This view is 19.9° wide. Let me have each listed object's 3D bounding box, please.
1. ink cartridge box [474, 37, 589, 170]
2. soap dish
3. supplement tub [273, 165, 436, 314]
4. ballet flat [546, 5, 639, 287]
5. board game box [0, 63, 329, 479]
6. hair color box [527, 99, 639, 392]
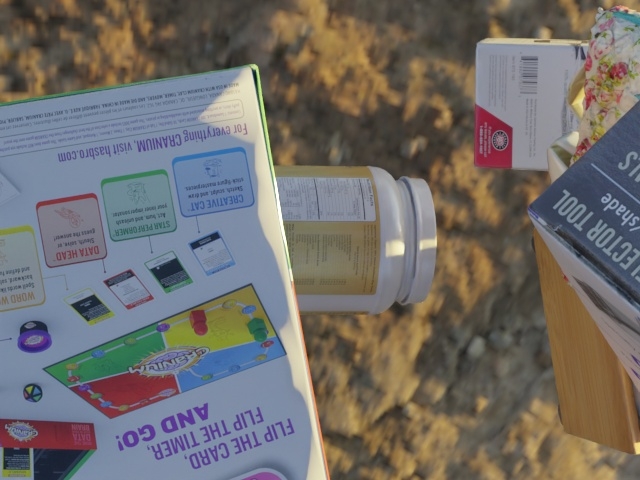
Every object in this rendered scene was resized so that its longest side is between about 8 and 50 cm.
[{"bbox_3d":[0.211,-0.117,1.573,0.150,0.063,0.109,3,101,14],"label":"ink cartridge box"},{"bbox_3d":[0.311,0.065,1.676,0.291,0.118,0.229,-6,86,-54],"label":"soap dish"},{"bbox_3d":[0.000,0.000,1.750,0.199,0.144,0.144,0,63,-12],"label":"supplement tub"},{"bbox_3d":[0.198,-0.068,1.255,0.091,0.241,0.077,-30,59,-34],"label":"ballet flat"},{"bbox_3d":[-0.129,0.076,1.035,0.242,0.064,0.316,-9,88,-10],"label":"board game box"},{"bbox_3d":[0.241,0.078,0.889,0.110,0.339,0.185,-45,54,-1],"label":"hair color box"}]
